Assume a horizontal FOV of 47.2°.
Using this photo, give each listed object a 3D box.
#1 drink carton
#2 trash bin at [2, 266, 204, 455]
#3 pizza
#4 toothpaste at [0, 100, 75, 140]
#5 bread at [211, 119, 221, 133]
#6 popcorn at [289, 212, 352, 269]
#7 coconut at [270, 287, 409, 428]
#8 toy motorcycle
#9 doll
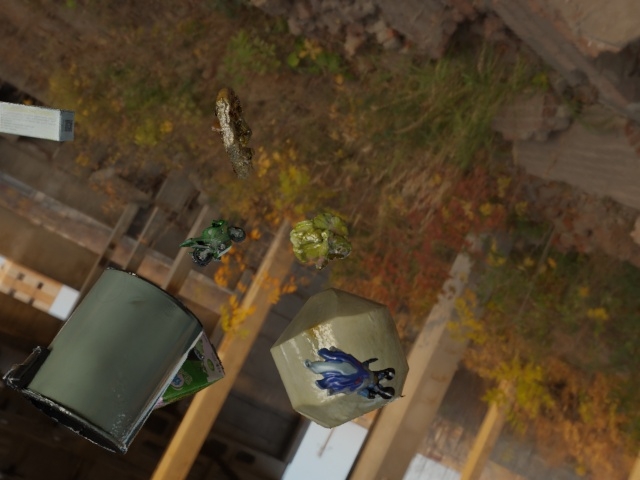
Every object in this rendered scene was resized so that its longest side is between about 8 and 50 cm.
[{"bbox_3d":[-0.394,0.350,1.965,0.271,0.108,0.161,-7,-114,-58],"label":"drink carton"},{"bbox_3d":[-0.369,0.216,1.313,0.277,0.262,0.217,43,151,-26],"label":"trash bin"},{"bbox_3d":[-0.196,-0.253,1.725,0.069,0.226,0.147,-13,-173,2],"label":"pizza"},{"bbox_3d":[-0.414,-0.168,1.008,0.164,0.046,0.034,10,-168,17],"label":"toothpaste"},{"bbox_3d":[-0.229,-0.276,1.819,0.083,0.047,0.036,22,140,41],"label":"bread"},{"bbox_3d":[0.000,0.000,1.778,0.145,0.125,0.126,5,-138,-34],"label":"popcorn"},{"bbox_3d":[0.044,0.259,1.683,0.323,0.323,0.323,26,172,4],"label":"coconut"},{"bbox_3d":[-0.307,-0.002,2.126,0.106,0.190,0.074,48,146,10],"label":"toy motorcycle"},{"bbox_3d":[0.051,0.251,1.371,0.195,0.095,0.070,18,150,-25],"label":"doll"}]
